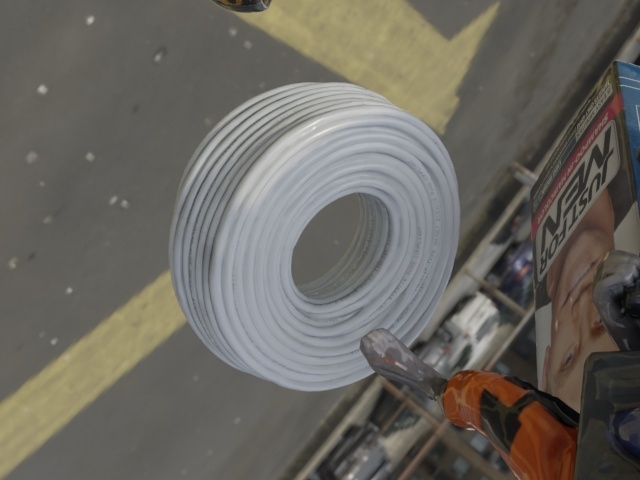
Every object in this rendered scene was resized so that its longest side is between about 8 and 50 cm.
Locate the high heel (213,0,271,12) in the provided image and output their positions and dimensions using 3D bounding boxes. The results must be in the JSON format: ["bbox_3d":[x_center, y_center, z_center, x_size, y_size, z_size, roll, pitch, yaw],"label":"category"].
[{"bbox_3d":[-0.020,-0.326,0.926,0.261,0.186,0.093,-43,146,16],"label":"high heel"}]

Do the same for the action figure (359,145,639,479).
[{"bbox_3d":[0.163,0.095,0.514,0.330,0.178,0.341,-11,-135,42],"label":"action figure"}]

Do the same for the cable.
[{"bbox_3d":[0.000,0.000,0.871,0.257,0.089,0.257,10,105,-39],"label":"cable"}]

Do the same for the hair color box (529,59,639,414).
[{"bbox_3d":[0.248,0.038,0.820,0.174,0.105,0.347,113,-11,-45],"label":"hair color box"}]
